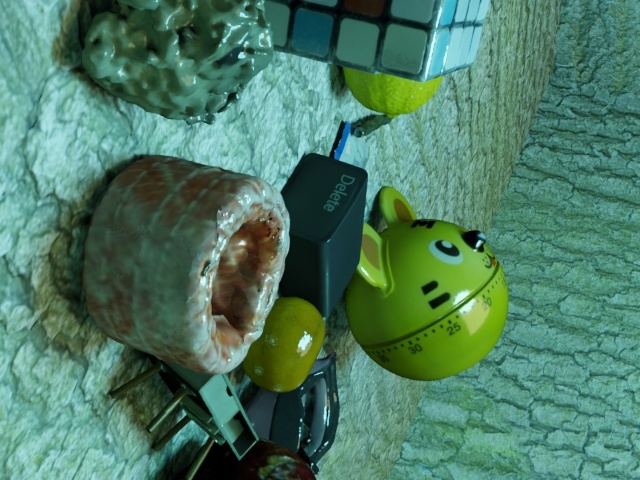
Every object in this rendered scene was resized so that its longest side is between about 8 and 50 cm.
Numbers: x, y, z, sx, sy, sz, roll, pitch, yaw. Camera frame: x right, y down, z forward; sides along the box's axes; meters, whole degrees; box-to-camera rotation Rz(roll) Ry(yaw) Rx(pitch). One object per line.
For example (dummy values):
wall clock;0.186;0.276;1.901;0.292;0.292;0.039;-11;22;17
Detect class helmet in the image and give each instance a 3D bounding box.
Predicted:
helmet;-0.058;0.307;1.476;0.253;0.154;0.198;-76;164;-57

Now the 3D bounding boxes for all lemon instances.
lemon;0.122;-0.301;1.403;0.180;0.180;0.193;-57;134;-39

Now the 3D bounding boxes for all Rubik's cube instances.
Rubik's cube;0.081;-0.362;1.109;0.259;0.253;0.256;-35;139;-59

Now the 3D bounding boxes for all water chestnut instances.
water chestnut;-0.116;0.427;1.249;0.244;0.289;0.289;153;-44;-85

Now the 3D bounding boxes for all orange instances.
orange;-0.062;0.163;1.373;0.156;0.124;0.156;24;90;-87

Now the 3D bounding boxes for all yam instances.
yam;0.101;-0.221;1.629;0.234;0.029;0.027;-39;136;-67

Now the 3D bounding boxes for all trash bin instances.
trash bin;0.000;0.000;1.419;0.225;0.115;0.165;85;29;-52

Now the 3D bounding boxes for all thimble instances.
thimble;-0.145;0.022;0.960;0.239;0.162;0.239;14;90;-72

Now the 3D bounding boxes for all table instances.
table;-0.179;0.218;1.112;0.111;0.121;0.240;-45;151;-20

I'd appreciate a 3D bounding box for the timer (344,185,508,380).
timer;0.199;0.085;1.778;0.387;0.376;0.376;60;32;-7

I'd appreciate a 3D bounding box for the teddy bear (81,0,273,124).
teddy bear;-0.080;-0.269;0.821;0.357;0.224;0.367;-25;133;-47

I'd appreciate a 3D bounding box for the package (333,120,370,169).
package;0.044;-0.115;1.575;0.171;0.027;0.173;-69;157;-6
